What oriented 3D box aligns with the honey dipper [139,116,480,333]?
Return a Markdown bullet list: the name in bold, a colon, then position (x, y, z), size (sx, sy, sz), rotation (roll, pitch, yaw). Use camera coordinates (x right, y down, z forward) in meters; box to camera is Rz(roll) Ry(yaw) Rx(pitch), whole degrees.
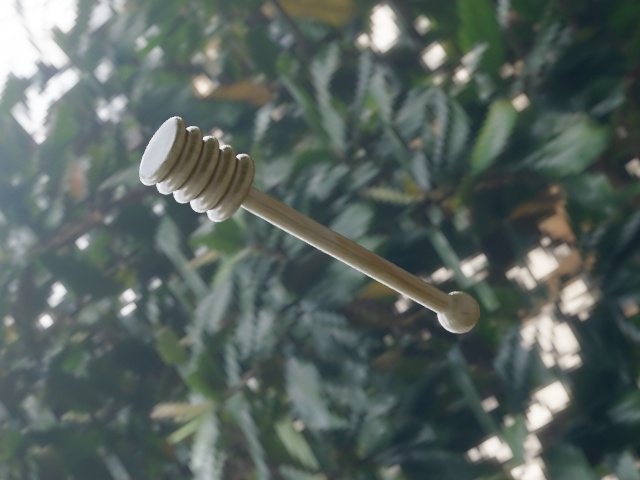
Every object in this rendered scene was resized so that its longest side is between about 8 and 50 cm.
- **honey dipper**: position (0.000, 0.000, 0.766), size (0.161, 0.030, 0.030), rotation (30, -135, -25)
